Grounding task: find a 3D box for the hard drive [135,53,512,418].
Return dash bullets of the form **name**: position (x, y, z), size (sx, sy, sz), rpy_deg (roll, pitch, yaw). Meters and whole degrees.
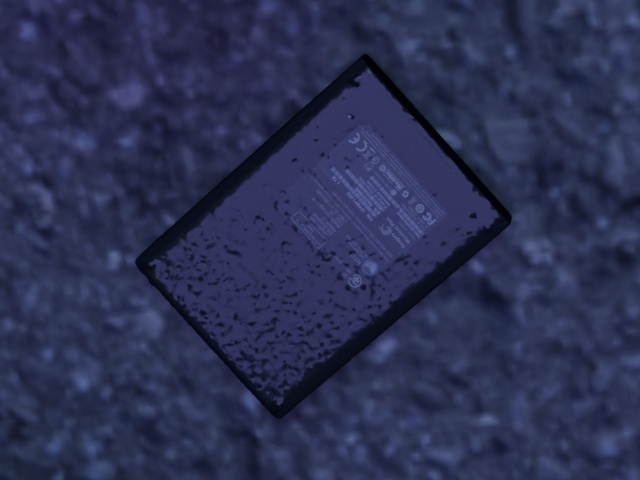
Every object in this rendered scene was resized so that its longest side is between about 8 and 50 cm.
- **hard drive**: position (0.000, 0.000, 0.821), size (0.135, 0.022, 0.094), rpy_deg (-41, 94, 14)
